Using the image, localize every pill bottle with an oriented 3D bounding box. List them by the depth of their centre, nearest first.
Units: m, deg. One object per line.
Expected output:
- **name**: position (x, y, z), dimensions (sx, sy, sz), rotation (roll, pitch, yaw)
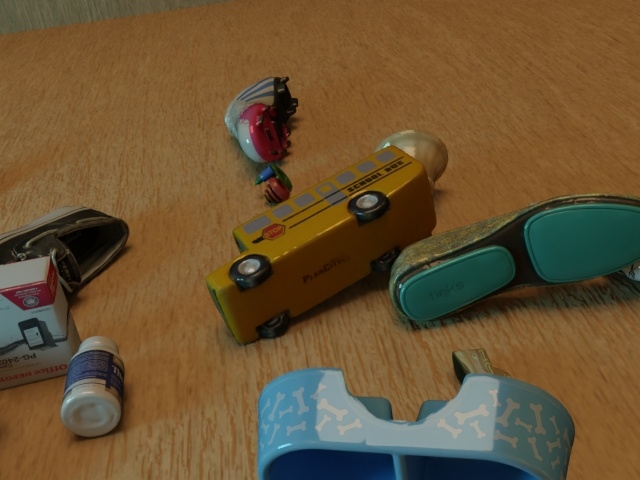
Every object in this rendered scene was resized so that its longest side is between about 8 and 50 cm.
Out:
- **pill bottle**: position (-0.267, 0.168, 0.912), dimensions (0.067, 0.067, 0.120), rotation (-10, 31, -5)

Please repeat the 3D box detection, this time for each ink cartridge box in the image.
- **ink cartridge box**: position (-0.372, 0.105, 0.963), dimensions (0.109, 0.151, 0.063), rotation (-12, 34, -8)

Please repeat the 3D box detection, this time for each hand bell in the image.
- **hand bell**: position (0.148, -0.051, 1.187), dimensions (0.126, 0.126, 0.242), rotation (-5, 43, 4)

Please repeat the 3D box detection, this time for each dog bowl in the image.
- **dog bowl**: position (0.079, 0.198, 0.702), dimensions (0.297, 0.166, 0.074), rotation (0, 42, 12)

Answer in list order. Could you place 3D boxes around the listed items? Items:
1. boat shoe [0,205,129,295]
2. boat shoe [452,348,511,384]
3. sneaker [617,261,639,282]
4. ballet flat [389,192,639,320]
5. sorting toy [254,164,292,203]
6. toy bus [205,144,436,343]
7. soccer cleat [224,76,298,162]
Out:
- **boat shoe**: position (-0.402, 0.031, 1.120), dimensions (0.119, 0.121, 0.335), rotation (1, 29, 22)
- **boat shoe**: position (0.187, 0.159, 0.844), dimensions (0.045, 0.050, 0.135), rotation (-17, 31, -6)
- **sneaker**: position (0.445, -0.023, 1.051), dimensions (0.153, 0.094, 0.235), rotation (19, 49, 24)
- **ballet flat**: position (0.252, 0.007, 0.989), dimensions (0.348, 0.123, 0.123), rotation (-19, 29, 9)
- **sorting toy**: position (-0.084, -0.096, 1.347), dimensions (0.042, 0.061, 0.102), rotation (-39, 18, 15)
- **toy bus**: position (0.000, 0.000, 1.045), dimensions (0.332, 0.108, 0.130), rotation (-29, 39, -14)
- **soccer cleat**: position (-0.134, -0.228, 1.538), dimensions (0.143, 0.116, 0.331), rotation (-17, 25, 16)
